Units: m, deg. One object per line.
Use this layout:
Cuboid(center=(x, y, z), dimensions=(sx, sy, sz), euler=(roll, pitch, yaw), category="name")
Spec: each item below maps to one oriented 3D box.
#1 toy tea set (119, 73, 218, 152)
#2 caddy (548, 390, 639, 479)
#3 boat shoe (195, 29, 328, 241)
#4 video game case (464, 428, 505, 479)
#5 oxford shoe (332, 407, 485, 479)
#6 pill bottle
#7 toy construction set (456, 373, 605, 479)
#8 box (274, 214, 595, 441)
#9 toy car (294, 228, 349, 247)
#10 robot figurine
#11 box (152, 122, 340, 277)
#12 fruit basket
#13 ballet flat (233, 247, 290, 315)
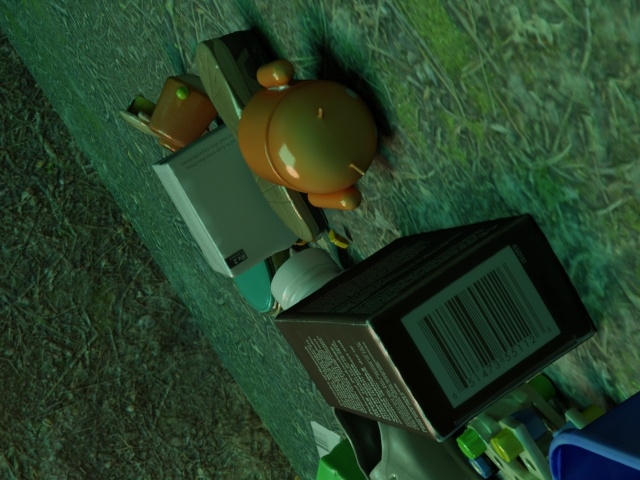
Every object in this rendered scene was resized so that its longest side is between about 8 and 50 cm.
Cuboid(center=(-0.208, -0.205, 1.834), dimensions=(0.200, 0.124, 0.336), euler=(31, 177, -30), category="toy tea set")
Cuboid(center=(0.302, 0.233, 0.827), dimensions=(0.241, 0.179, 0.341), euler=(59, 166, -10), category="caddy")
Cuboid(center=(-0.057, -0.137, 1.420), dimensions=(0.285, 0.092, 0.103), euler=(61, 162, -1), category="boat shoe")
Cuboid(center=(0.245, 0.326, 1.567), dimensions=(0.122, 0.011, 0.087), euler=(47, 163, 36), category="video game case")
Cuboid(center=(0.155, 0.366, 1.588), dimensions=(0.449, 0.130, 0.169), euler=(56, 146, 27), category="oxford shoe")
Cuboid(center=(0.033, 0.121, 1.596), dimensions=(0.229, 0.131, 0.131), euler=(49, 164, 31), category="pill bottle")
Cuboid(center=(0.254, 0.288, 1.210), dimensions=(0.215, 0.151, 0.327), euler=(30, 139, 61), category="toy construction set")
Cuboid(center=(0.098, 0.089, 1.182), dimensions=(0.143, 0.191, 0.381), euler=(59, 166, -6), category="box")
Cuboid(center=(0.000, 0.000, 1.612), dimensions=(0.040, 0.060, 0.122), euler=(29, -169, -32), category="toy car")
Cuboid(center=(-0.014, -0.116, 1.256), dimensions=(0.219, 0.128, 0.158), euler=(-159, 76, -68), category="robot figurine")
Cuboid(center=(-0.102, -0.072, 1.533), dimensions=(0.182, 0.181, 0.119), euler=(61, 165, -12), category="box")
Cuboid(center=(0.127, 0.501, 1.992), dimensions=(0.327, 0.165, 0.353), euler=(33, 154, 40), category="fruit basket")
Cuboid(center=(-0.119, -0.002, 1.898), dimensions=(0.348, 0.123, 0.123), euler=(46, 162, 41), category="ballet flat")
